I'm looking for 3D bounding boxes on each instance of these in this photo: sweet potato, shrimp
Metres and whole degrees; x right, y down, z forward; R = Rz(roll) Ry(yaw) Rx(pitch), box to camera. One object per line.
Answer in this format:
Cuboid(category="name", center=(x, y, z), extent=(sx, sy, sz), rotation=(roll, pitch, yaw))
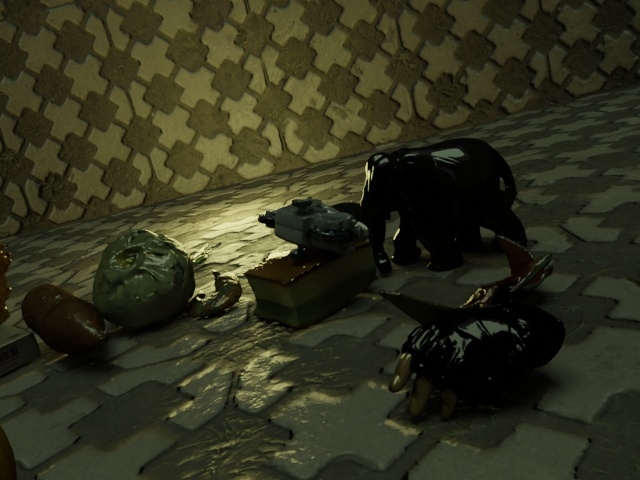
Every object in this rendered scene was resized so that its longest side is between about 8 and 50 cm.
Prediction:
Cuboid(category="sweet potato", center=(-0.504, 0.178, 1.228), extent=(0.131, 0.131, 0.337), rotation=(-26, 26, -35))
Cuboid(category="shrimp", center=(-0.240, 0.116, 1.342), extent=(0.133, 0.051, 0.187), rotation=(-14, 18, -1))

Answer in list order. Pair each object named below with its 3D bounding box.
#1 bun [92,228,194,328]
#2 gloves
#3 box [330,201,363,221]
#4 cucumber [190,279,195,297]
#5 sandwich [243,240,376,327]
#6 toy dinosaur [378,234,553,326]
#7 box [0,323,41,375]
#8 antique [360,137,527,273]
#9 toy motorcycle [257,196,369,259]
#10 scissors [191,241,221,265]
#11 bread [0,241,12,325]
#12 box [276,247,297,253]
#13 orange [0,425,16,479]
Cuboid(category="bun", center=(-0.395, 0.079, 1.324), extent=(0.239, 0.141, 0.239), rotation=(-6, 54, 8))
Cuboid(category="gloves", center=(0.181, 0.149, 0.759), extent=(0.204, 0.124, 0.164), rotation=(-11, -4, -19))
Cuboid(category="box", center=(0.055, -0.067, 1.741), extent=(0.201, 0.042, 0.213), rotation=(-25, 19, -33))
Cuboid(category="cucumber", center=(-0.390, 0.112, 1.448), extent=(0.193, 0.086, 0.115), rotation=(-4, 61, 30))
Cuboid(category="sandwich", center=(-0.024, 0.074, 1.192), extent=(0.220, 0.108, 0.186), rotation=(-25, 19, -34))
Cuboid(category="toy dinosaur", center=(0.228, 0.065, 0.925), extent=(0.328, 0.112, 0.206), rotation=(-24, -13, -19))
Cuboid(category="box", center=(-0.749, 0.266, 1.255), extent=(0.175, 0.062, 0.261), rotation=(0, 21, 44))
Cuboid(category="antique", center=(0.241, -0.081, 1.239), extent=(0.323, 0.254, 0.185), rotation=(-16, 18, 2))
Cuboid(category="toy motorcycle", center=(-0.003, -0.033, 1.179), extent=(0.171, 0.110, 0.260), rotation=(-7, 13, -36))
Cuboid(category="scissors", center=(-0.358, 0.043, 1.763), extent=(0.134, 0.019, 0.187), rotation=(-12, 16, 25))
Cuboid(category="bread", center=(-0.888, 0.126, 1.339), extent=(0.251, 0.360, 0.394), rotation=(4, 18, 13))
Cuboid(category="box", center=(-0.061, 0.050, 1.410), extent=(0.100, 0.054, 0.074), rotation=(-12, 17, 5))
Cuboid(category="orange", center=(-0.476, 0.281, 0.638), extent=(0.279, 0.235, 0.279), rotation=(-18, 9, 3))
